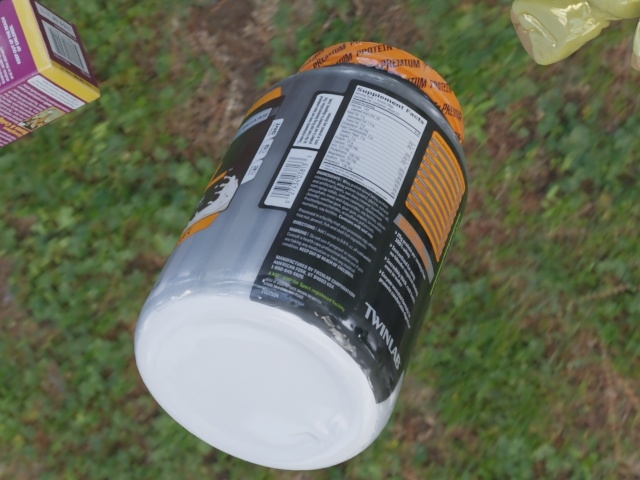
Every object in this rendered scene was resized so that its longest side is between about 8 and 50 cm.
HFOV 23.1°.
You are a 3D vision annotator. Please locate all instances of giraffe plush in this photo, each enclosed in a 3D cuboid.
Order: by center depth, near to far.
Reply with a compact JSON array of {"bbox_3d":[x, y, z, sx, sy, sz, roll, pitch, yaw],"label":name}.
[{"bbox_3d":[0.234,-0.228,1.108,0.210,0.170,0.181,27,137,54],"label":"giraffe plush"}]

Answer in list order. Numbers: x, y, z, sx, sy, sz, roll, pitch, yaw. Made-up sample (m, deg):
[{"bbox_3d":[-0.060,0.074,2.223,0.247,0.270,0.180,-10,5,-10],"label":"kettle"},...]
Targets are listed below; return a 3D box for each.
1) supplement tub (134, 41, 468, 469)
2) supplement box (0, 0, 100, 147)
[{"bbox_3d":[0.000,0.000,0.719,0.117,0.190,0.117,12,135,12],"label":"supplement tub"},{"bbox_3d":[-0.156,-0.075,0.740,0.083,0.055,0.043,-25,74,11],"label":"supplement box"}]
